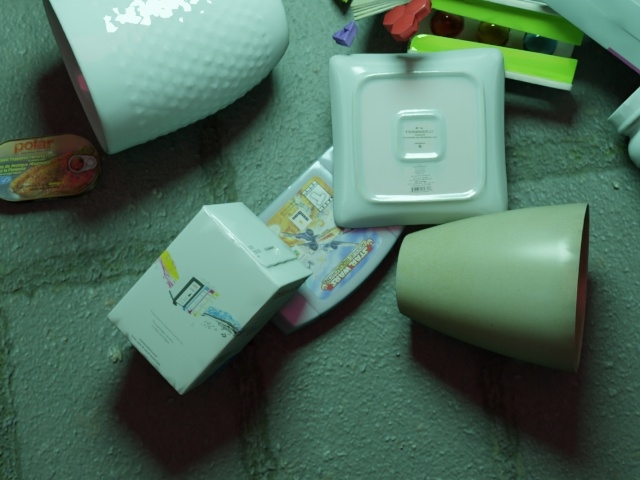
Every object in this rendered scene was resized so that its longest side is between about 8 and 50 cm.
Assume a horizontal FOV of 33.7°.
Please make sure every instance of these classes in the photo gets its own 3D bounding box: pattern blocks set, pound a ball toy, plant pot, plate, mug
[{"bbox_3d":[0.129,-0.433,1.696,0.026,0.285,0.324,45,67,-34],"label":"pattern blocks set"},{"bbox_3d":[0.255,-0.305,1.738,0.319,0.136,0.208,12,106,2],"label":"pound a ball toy"},{"bbox_3d":[0.263,0.063,1.621,0.274,0.256,0.256,3,80,18],"label":"plant pot"},{"bbox_3d":[0.154,-0.161,1.658,0.277,0.045,0.278,-2,92,2],"label":"plate"},{"bbox_3d":[-0.249,-0.363,1.653,0.328,0.276,0.374,-23,87,-13],"label":"mug"}]

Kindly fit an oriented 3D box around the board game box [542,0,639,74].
[{"bbox_3d":[0.500,-0.409,1.676,0.224,0.097,0.303,40,46,7],"label":"board game box"}]

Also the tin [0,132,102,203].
[{"bbox_3d":[-0.454,-0.118,1.736,0.190,0.040,0.106,-6,84,-1],"label":"tin"}]

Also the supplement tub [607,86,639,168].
[{"bbox_3d":[0.633,-0.142,1.640,0.235,0.235,0.325,-42,83,-7],"label":"supplement tub"}]

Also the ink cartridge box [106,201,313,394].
[{"bbox_3d":[-0.163,0.080,1.598,0.168,0.171,0.232,45,104,8],"label":"ink cartridge box"}]

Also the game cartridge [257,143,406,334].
[{"bbox_3d":[0.000,0.000,1.709,0.198,0.062,0.297,44,83,11],"label":"game cartridge"}]
